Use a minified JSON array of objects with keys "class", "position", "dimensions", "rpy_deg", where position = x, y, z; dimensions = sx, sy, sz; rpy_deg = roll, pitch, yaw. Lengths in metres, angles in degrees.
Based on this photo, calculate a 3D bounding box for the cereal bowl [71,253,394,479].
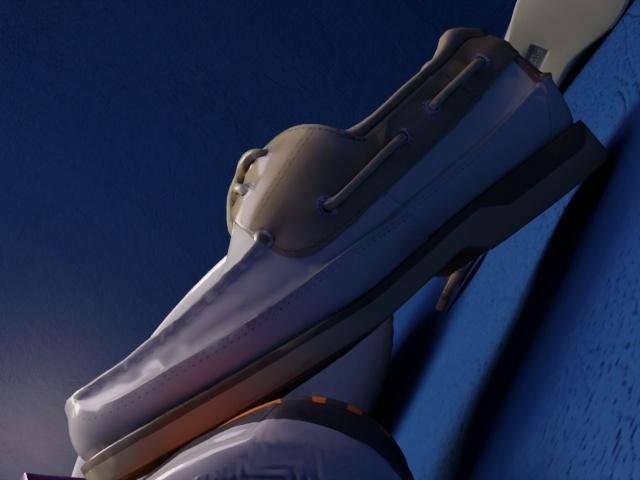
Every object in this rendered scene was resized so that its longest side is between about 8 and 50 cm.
[{"class":"cereal bowl","position":[-0.057,0.140,0.812],"dimensions":[0.339,0.141,0.339],"rpy_deg":[-43,20,19]}]

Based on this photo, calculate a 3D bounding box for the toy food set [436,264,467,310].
[{"class":"toy food set","position":[0.126,-0.006,0.727],"dimensions":[0.078,0.019,0.122],"rpy_deg":[-56,-11,-58]}]

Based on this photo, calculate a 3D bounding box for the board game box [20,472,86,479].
[{"class":"board game box","position":[-0.161,0.306,0.637],"dimensions":[0.347,0.208,0.056],"rpy_deg":[-60,41,19]}]

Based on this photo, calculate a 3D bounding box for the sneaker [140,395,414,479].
[{"class":"sneaker","position":[-0.038,0.149,0.452],"dimensions":[0.321,0.125,0.180],"rpy_deg":[-60,-1,36]}]

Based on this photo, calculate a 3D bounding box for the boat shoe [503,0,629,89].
[{"class":"boat shoe","position":[0.200,-0.190,0.798],"dimensions":[0.227,0.079,0.081],"rpy_deg":[113,-177,-55]}]

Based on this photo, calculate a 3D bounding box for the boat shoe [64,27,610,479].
[{"class":"boat shoe","position":[0.000,0.000,0.455],"dimensions":[0.302,0.103,0.113],"rpy_deg":[-33,-6,-24]}]
